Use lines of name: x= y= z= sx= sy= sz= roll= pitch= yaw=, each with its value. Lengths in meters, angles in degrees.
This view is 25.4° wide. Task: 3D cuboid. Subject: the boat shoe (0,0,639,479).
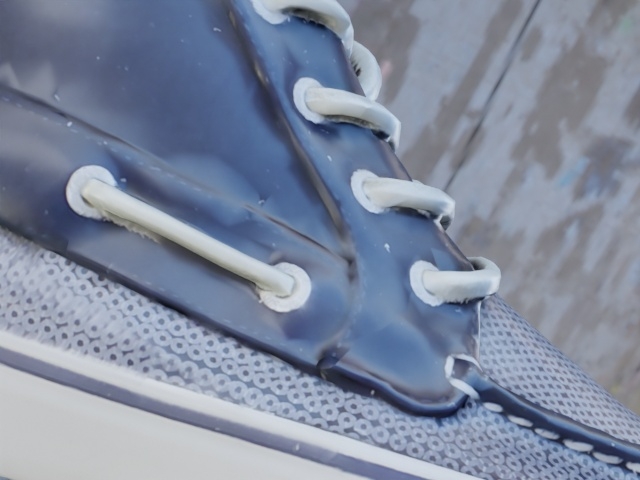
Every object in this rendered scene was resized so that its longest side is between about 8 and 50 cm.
boat shoe: x=0.000 y=0.000 z=0.381 sx=0.127 sy=0.340 sz=0.158 roll=171 pitch=-63 yaw=-82
